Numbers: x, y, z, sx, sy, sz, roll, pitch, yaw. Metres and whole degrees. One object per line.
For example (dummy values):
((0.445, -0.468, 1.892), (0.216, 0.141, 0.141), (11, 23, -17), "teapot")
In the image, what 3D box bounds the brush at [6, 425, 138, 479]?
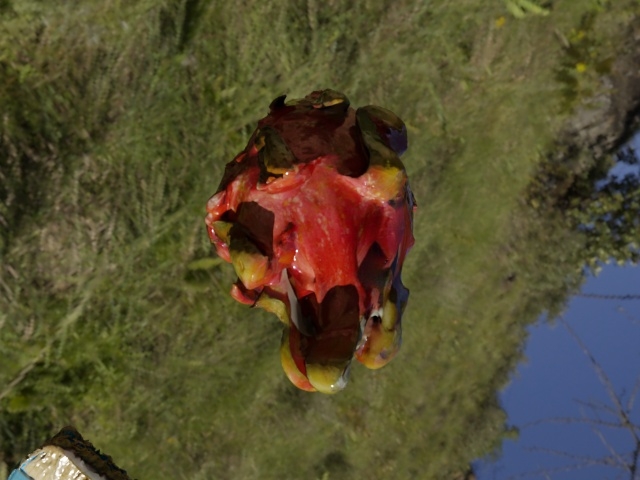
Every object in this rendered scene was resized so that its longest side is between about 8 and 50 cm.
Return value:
((-0.136, 0.146, 0.386), (0.164, 0.051, 0.014), (-53, 177, 27), "brush")

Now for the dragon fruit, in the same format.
((0.000, 0.000, 0.526), (0.150, 0.133, 0.208), (-26, -130, 31), "dragon fruit")
